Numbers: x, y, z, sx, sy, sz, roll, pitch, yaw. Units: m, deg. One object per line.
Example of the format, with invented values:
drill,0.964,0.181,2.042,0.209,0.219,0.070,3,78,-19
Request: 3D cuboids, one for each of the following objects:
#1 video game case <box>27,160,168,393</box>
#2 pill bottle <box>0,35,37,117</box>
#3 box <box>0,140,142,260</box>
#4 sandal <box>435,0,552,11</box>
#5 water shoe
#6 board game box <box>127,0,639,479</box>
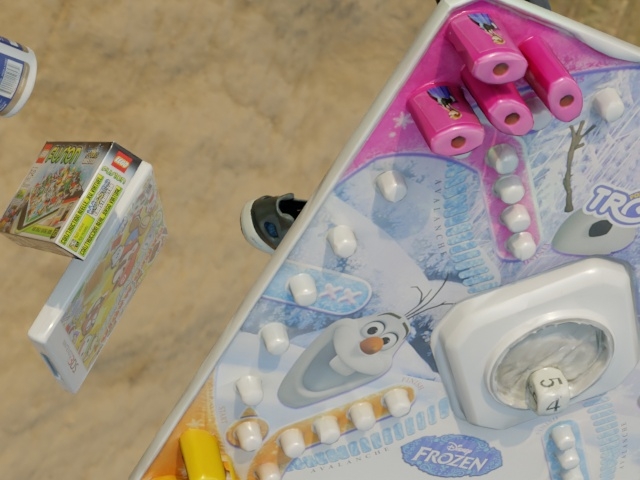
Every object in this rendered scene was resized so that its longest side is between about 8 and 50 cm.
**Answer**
video game case,-0.241,0.045,1.449,0.227,0.026,0.206,-62,171,-20
pill bottle,-0.307,-0.152,1.096,0.120,0.067,0.067,19,97,-39
box,-0.257,-0.044,1.303,0.036,0.207,0.114,34,77,-27
sandal,0.144,-0.122,0.990,0.054,0.097,0.254,-26,91,-31
water shoe,0.000,0.000,1.471,0.203,0.080,0.072,19,64,-46
board game box,0.139,0.074,0.782,0.390,0.050,0.390,15,125,-29
